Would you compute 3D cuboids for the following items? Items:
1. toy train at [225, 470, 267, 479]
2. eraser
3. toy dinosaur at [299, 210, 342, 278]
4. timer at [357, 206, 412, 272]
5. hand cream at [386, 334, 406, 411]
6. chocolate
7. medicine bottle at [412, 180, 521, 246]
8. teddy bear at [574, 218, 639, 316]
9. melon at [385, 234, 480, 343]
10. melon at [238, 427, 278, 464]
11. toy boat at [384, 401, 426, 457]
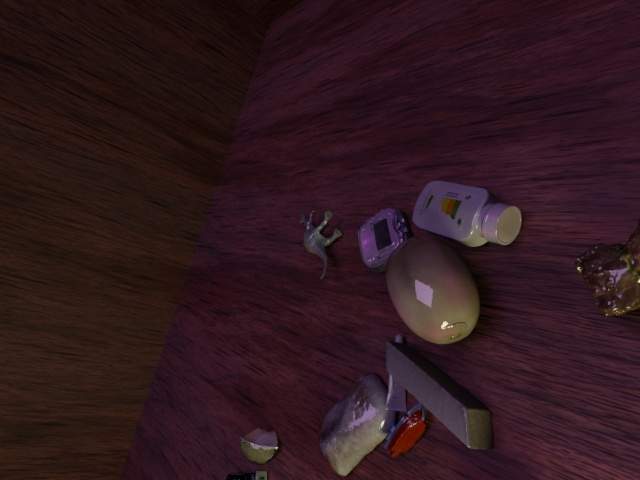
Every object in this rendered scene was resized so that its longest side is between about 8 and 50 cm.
[{"bbox_3d":[-0.286,0.909,1.656,0.234,0.051,0.052,-33,48,42],"label":"toy train"},{"bbox_3d":[0.297,0.388,1.131,0.352,0.111,0.077,35,102,53],"label":"eraser"},{"bbox_3d":[0.000,0.000,1.731,0.205,0.092,0.393,-40,46,33],"label":"toy dinosaur"},{"bbox_3d":[0.215,-0.005,1.480,0.191,0.069,0.208,-36,45,33],"label":"timer"},{"bbox_3d":[0.230,0.386,1.278,0.052,0.038,0.216,-4,66,28],"label":"hand cream"},{"bbox_3d":[0.095,0.554,1.324,0.303,0.100,0.185,-52,36,16],"label":"chocolate"},{"bbox_3d":[0.407,-0.073,1.234,0.296,0.111,0.161,27,94,53],"label":"medicine bottle"},{"bbox_3d":[0.679,0.047,0.812,0.296,0.222,0.246,-2,55,5],"label":"teddy bear"},{"bbox_3d":[0.297,0.125,1.175,0.223,0.223,0.317,-44,42,29],"label":"melon"},{"bbox_3d":[-0.247,0.766,1.637,0.202,0.139,0.093,-44,20,32],"label":"melon"},{"bbox_3d":[0.234,0.512,1.185,0.173,0.069,0.059,-61,23,19],"label":"toy boat"}]
